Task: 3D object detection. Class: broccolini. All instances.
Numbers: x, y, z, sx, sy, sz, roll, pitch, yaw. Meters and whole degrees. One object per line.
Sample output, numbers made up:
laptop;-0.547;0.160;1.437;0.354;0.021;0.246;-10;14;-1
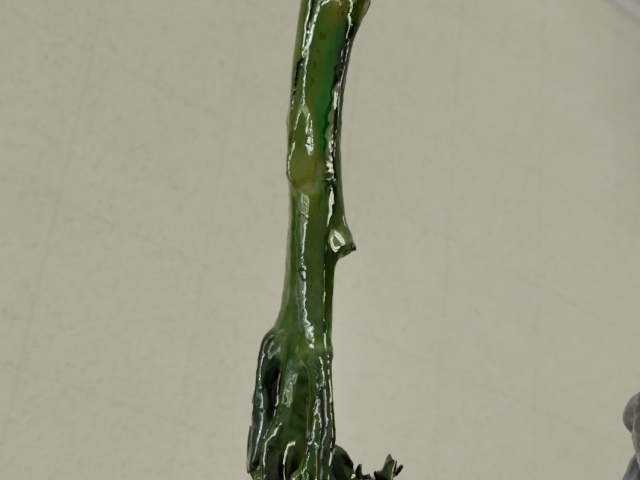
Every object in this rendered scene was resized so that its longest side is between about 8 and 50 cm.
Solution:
broccolini;0.008;0.002;0.343;0.057;0.071;0.254;10;84;-8

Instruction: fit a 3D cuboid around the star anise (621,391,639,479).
star anise;0.218;0.095;0.614;0.230;0.081;0.262;-20;130;-45
